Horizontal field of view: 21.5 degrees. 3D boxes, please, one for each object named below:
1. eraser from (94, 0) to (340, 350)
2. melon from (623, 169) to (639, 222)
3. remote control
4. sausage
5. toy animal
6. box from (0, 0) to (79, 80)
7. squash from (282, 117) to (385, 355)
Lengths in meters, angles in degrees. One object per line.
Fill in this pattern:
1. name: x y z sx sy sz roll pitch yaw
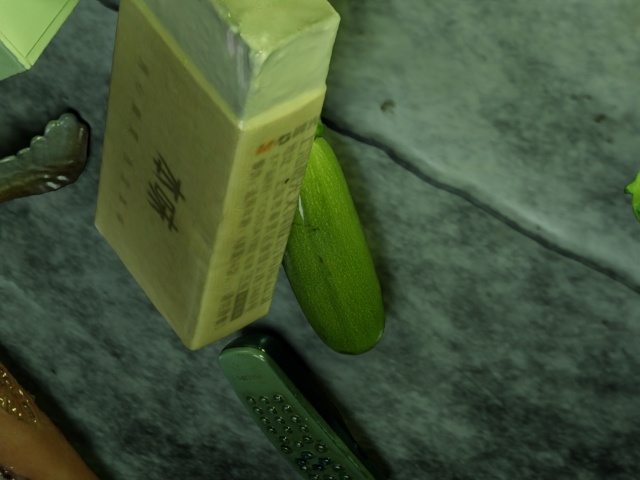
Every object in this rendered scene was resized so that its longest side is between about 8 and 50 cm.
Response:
1. eraser: -0.078 -0.072 1.146 0.144 0.078 0.343 50 151 23
2. melon: 0.380 -0.027 0.838 0.343 0.226 0.331 32 114 -9
3. remote control: -0.013 0.160 1.467 0.072 0.042 0.222 -6 133 37
4. sausage: -0.301 0.190 1.652 0.087 0.079 0.327 24 153 52
5. toy animal: -0.330 -0.024 1.375 0.272 0.160 0.197 21 145 21
6. box: -0.256 -0.222 1.085 0.086 0.129 0.225 -12 128 41
7. squash: 0.000 0.000 1.245 0.066 0.066 0.252 7 138 26
